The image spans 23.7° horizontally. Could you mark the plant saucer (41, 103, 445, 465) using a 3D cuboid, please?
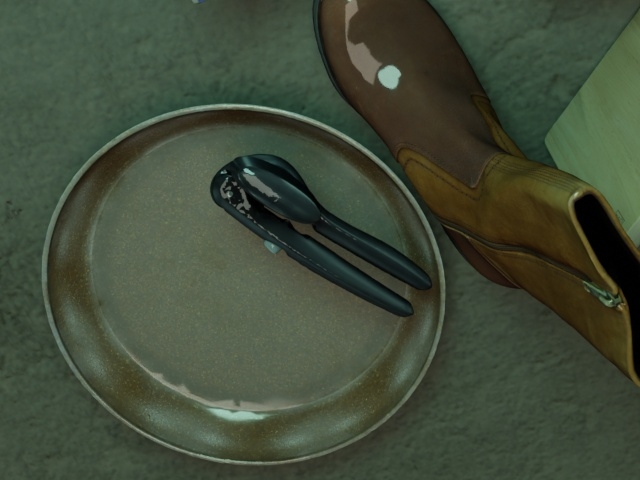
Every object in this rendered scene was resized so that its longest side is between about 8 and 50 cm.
[{"bbox_3d":[-0.059,0.032,1.184,0.311,0.050,0.310,2,116,4],"label":"plant saucer"}]

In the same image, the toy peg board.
[{"bbox_3d":[0.250,-0.077,1.049,0.079,0.161,0.160,23,116,-22],"label":"toy peg board"}]

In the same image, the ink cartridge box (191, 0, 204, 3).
[{"bbox_3d":[0.009,-0.327,0.917,0.304,0.072,0.307,-25,144,-6],"label":"ink cartridge box"}]

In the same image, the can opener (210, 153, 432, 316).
[{"bbox_3d":[0.000,0.000,1.107,0.186,0.073,0.059,37,105,-22],"label":"can opener"}]

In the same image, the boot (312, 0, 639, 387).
[{"bbox_3d":[0.104,-0.050,0.992,0.096,0.280,0.264,-27,111,-5],"label":"boot"}]
